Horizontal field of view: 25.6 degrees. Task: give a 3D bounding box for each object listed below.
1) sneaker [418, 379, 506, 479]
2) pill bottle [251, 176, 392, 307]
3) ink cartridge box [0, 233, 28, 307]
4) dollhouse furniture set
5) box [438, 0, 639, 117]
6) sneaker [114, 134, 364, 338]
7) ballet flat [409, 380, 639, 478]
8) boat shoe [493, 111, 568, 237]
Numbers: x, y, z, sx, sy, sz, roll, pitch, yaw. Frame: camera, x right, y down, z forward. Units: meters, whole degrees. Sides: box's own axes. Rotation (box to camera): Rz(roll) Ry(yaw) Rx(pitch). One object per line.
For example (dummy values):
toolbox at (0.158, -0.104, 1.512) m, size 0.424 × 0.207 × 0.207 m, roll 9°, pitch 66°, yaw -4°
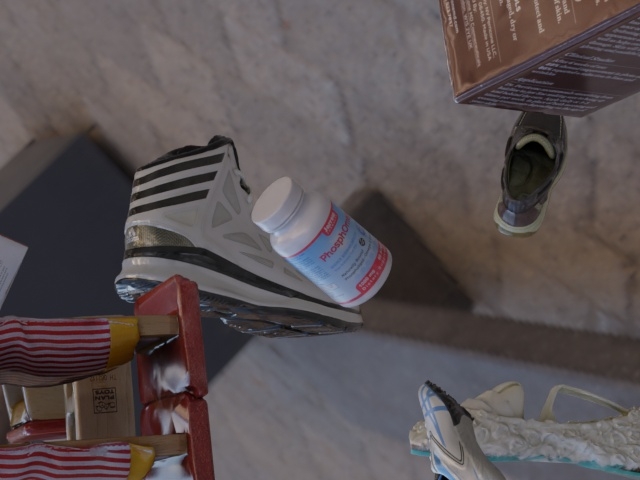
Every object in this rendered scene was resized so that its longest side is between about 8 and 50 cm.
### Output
sneaker at (0.171, 0.273, 1.864) m, size 0.085 × 0.086 × 0.237 m, roll 39°, pitch -165°, yaw -34°
pill bottle at (0.000, 0.000, 1.615) m, size 0.160 × 0.087 × 0.087 m, roll 40°, pitch 167°, yaw -26°
ink cartridge box at (-0.577, 0.011, 2.012) m, size 0.272 × 0.130 × 0.309 m, roll 25°, pitch 173°, yaw -15°
dollhouse furniture set at (-0.221, 0.132, 0.983) m, size 0.374 × 0.201 × 0.152 m, roll 149°, pitch 118°, yaw -65°
box at (0.302, -0.241, 1.301) m, size 0.381 × 0.191 × 0.143 m, roll -21°, pitch 72°, yaw 50°
sneaker at (-0.090, -0.009, 2.007) m, size 0.169 × 0.257 × 0.447 m, roll -9°, pitch 161°, yaw 40°
ballet flat at (0.329, 0.282, 2.150) m, size 0.409 × 0.147 × 0.147 m, roll 8°, pitch 168°, yaw -12°
boat shoe at (0.271, -0.105, 1.771) m, size 0.080 × 0.223 × 0.073 m, roll 16°, pitch 145°, yaw 7°
